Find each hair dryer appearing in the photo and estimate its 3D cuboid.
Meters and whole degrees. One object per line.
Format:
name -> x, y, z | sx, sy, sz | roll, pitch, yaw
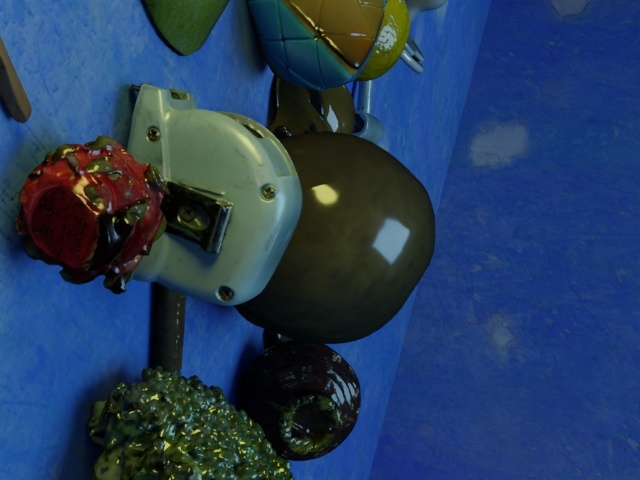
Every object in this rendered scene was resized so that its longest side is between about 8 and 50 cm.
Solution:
hair dryer -> 0.104, -0.341, 2.234 | 0.131, 0.073, 0.236 | 9, 89, -73

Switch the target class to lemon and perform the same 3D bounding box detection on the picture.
lemon -> 0.073, -0.403, 1.842 | 0.192, 0.192, 0.231 | 73, 31, -59

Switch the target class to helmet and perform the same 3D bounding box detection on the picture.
helmet -> -0.005, -0.230, 1.800 | 0.198, 0.130, 0.224 | -68, 160, -46

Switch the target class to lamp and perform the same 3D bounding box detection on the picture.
lamp -> -0.037, 0.303, 1.839 | 0.247, 0.247, 0.246 | 10, 90, -75

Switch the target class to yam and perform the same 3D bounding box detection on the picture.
yam -> -0.215, 0.076, 1.402 | 0.046, 0.046, 0.263 | -40, 137, -67

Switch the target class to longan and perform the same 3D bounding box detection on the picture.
longan -> 0.000, 0.000, 1.589 | 0.404, 0.405, 0.336 | 58, 9, -68

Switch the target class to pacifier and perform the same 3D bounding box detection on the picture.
pacifier -> 0.209, -0.508, 2.214 | 0.207, 0.227, 0.279 | -38, 173, 15

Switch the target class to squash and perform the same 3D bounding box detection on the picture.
squash -> -0.186, -0.350, 1.284 | 0.204, 0.155, 0.237 | 50, 42, -21

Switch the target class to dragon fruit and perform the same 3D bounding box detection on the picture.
dragon fruit -> -0.238, -0.027, 1.061 | 0.172, 0.160, 0.166 | -33, 108, -69

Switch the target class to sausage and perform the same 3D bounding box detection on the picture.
sausage -> -0.308, -0.161, 0.953 | 0.116, 0.026, 0.026 | 81, 25, -51

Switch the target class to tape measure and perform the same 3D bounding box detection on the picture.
tape measure -> -0.151, -0.054, 1.220 | 0.125, 0.246, 0.243 | -16, 122, -69

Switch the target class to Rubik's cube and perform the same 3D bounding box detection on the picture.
Rubik's cube -> -0.049, -0.347, 1.563 | 0.254, 0.255, 0.254 | 10, 90, -75

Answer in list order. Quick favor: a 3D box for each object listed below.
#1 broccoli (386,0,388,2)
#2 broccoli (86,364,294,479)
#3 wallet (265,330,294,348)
broccoli -> 0.039, -0.457, 1.704 | 0.160, 0.167, 0.154 | -46, 121, -37
broccoli -> -0.164, 0.335, 1.303 | 0.334, 0.324, 0.272 | 21, 90, -63
wallet -> -0.050, 0.152, 2.038 | 0.182, 0.049, 0.229 | 75, 28, -51
